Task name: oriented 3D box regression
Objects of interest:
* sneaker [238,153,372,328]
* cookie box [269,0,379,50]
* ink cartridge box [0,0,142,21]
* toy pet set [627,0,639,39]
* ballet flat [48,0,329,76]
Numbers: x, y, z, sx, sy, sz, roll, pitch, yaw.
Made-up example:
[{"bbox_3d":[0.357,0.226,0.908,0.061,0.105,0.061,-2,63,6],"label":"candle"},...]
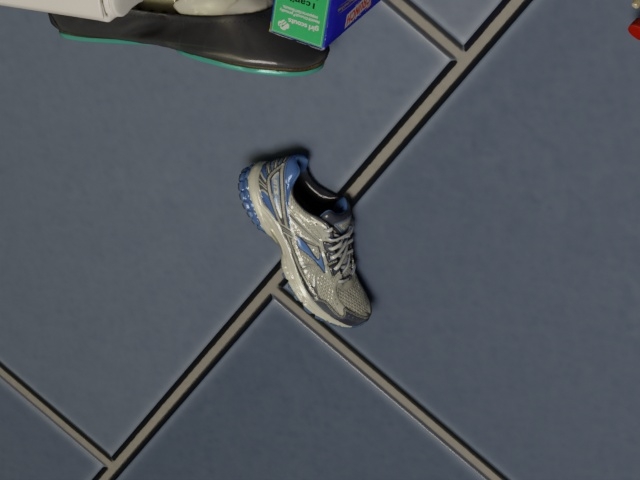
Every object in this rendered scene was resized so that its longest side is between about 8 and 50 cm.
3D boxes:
[{"bbox_3d":[0.000,0.000,1.317,0.058,0.052,0.135,-26,105,32],"label":"sneaker"},{"bbox_3d":[0.012,-0.183,1.173,0.040,0.092,0.107,21,126,17],"label":"cookie box"},{"bbox_3d":[-0.197,-0.224,1.201,0.237,0.172,0.100,11,123,21],"label":"ink cartridge box"},{"bbox_3d":[0.156,-0.190,1.131,0.122,0.065,0.114,26,162,14],"label":"toy pet set"},{"bbox_3d":[-0.090,-0.154,1.258,0.203,0.074,0.074,12,123,23],"label":"ballet flat"}]
